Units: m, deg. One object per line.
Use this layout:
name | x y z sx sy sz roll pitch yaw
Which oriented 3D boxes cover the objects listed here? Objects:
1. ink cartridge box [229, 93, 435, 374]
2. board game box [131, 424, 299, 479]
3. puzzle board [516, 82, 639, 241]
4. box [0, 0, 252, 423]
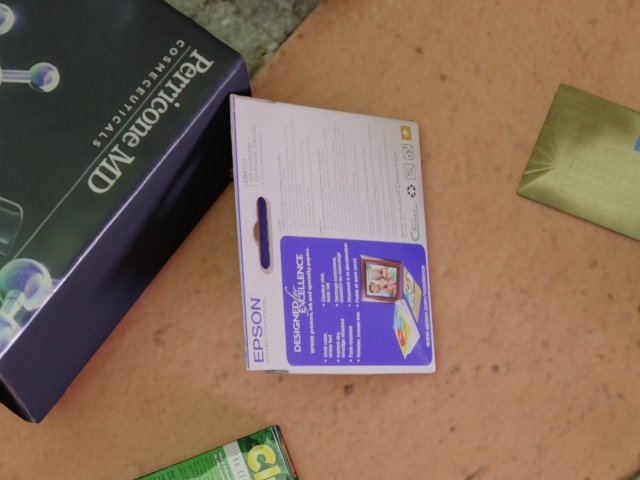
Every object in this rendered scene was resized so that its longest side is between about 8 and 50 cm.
ink cartridge box | 0.000 0.000 1.414 0.045 0.208 0.206 -11 79 43
board game box | -0.051 0.290 1.467 0.136 0.030 0.260 -22 80 9
puzzle board | 0.232 -0.058 1.471 0.128 0.011 0.096 22 86 11
box | -0.293 -0.102 1.433 0.395 0.212 0.293 35 76 10
